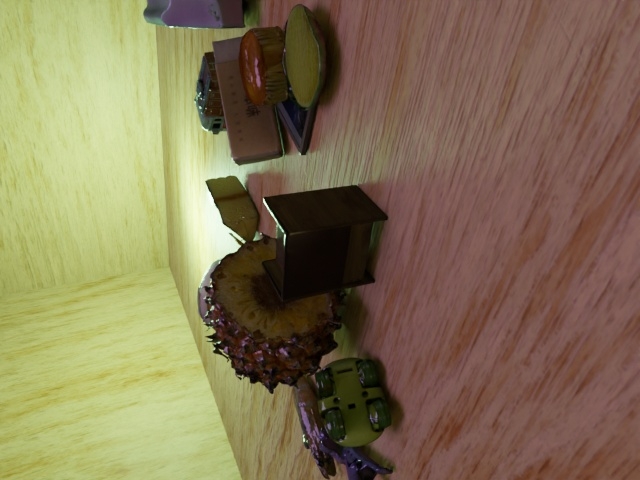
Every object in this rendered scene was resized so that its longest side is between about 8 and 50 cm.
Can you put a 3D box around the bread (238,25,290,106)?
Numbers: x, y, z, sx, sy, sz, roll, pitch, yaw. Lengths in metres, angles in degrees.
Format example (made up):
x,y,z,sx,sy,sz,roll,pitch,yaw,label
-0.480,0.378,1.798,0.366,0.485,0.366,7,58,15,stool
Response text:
x,y,z,sx,sy,sz,roll,pitch,yaw,label
-0.142,-0.438,1.349,0.132,0.114,0.190,-2,102,65,bread

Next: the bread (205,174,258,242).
x,y,z,sx,sy,sz,roll,pitch,yaw,label
-0.321,-0.092,1.899,0.240,0.136,0.178,59,151,34,bread

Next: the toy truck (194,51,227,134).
x,y,z,sx,sy,sz,roll,pitch,yaw,label
-0.315,-0.465,1.699,0.305,0.162,0.136,132,124,-61,toy truck

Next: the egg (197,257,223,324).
x,y,z,sx,sy,sz,roll,pitch,yaw,label
-0.313,0.199,1.979,0.286,0.174,0.264,-45,56,34,egg

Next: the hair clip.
x,y,z,sx,sy,sz,roll,pitch,yaw,label
0.066,0.524,1.307,0.090,0.137,0.278,-63,26,-5,hair clip

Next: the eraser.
x,y,z,sx,sy,sz,roll,pitch,yaw,label
-0.202,-0.391,1.488,0.078,0.144,0.343,57,-158,-88,eraser

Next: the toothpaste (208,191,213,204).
x,y,z,sx,sy,sz,roll,pitch,yaw,label
-0.416,-0.195,2.189,0.193,0.044,0.070,-19,84,67,toothpaste

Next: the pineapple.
x,y,z,sx,sy,sz,roll,pitch,yaw,label
-0.112,0.185,1.282,0.300,0.353,0.352,97,152,-45,pineapple

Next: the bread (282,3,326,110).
x,y,z,sx,sy,sz,roll,pitch,yaw,label
-0.036,-0.406,1.202,0.228,0.034,0.228,172,90,-69,bread

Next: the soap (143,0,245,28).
x,y,z,sx,sy,sz,roll,pitch,yaw,label
-0.377,-0.726,1.612,0.446,0.262,0.156,39,133,55,soap

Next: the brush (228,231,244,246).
x,y,z,sx,sy,sz,roll,pitch,yaw,label
-0.225,0.063,1.829,0.272,0.013,0.103,44,179,40,brush

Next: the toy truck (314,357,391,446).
x,y,z,sx,sy,sz,roll,pitch,yaw,label
0.068,0.363,1.215,0.210,0.148,0.186,88,169,-76,toy truck

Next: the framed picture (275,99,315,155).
x,y,z,sx,sy,sz,roll,pitch,yaw,label
-0.053,-0.381,1.321,0.281,0.019,0.208,105,146,-45,framed picture

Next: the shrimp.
x,y,z,sx,sy,sz,roll,pitch,yaw,label
-0.027,0.550,1.587,0.168,0.077,0.317,100,155,-58,shrimp

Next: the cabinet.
x,y,z,sx,sy,sz,roll,pitch,yaw,label
0.000,0.000,1.114,0.148,0.215,0.174,-126,33,-47,cabinet
